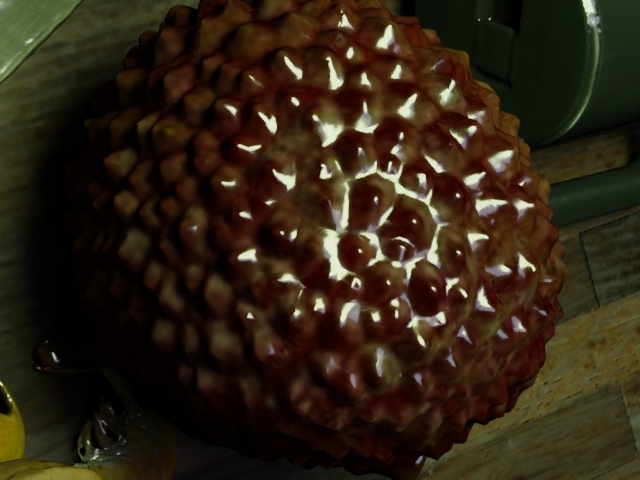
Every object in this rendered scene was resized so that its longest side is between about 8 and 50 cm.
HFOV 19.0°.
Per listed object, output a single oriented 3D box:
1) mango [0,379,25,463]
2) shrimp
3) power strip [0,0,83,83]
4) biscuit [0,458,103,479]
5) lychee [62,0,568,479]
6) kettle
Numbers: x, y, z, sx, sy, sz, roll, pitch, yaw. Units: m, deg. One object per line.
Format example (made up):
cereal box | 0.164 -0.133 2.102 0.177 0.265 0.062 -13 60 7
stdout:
mango | -0.268 0.112 1.045 0.236 0.136 0.166 9 71 -46
shrimp | -0.161 0.126 1.195 0.178 0.034 0.124 -24 95 -41
power strip | -0.230 -0.240 1.164 0.251 0.092 0.257 48 58 -13
biscuit | -0.156 0.297 1.083 0.381 0.074 0.359 -47 134 -32
lychee | 0.000 0.000 1.176 0.306 0.306 0.330 -23 105 -39
kettle | 0.223 -0.166 1.483 0.308 0.262 0.203 -19 64 -39
